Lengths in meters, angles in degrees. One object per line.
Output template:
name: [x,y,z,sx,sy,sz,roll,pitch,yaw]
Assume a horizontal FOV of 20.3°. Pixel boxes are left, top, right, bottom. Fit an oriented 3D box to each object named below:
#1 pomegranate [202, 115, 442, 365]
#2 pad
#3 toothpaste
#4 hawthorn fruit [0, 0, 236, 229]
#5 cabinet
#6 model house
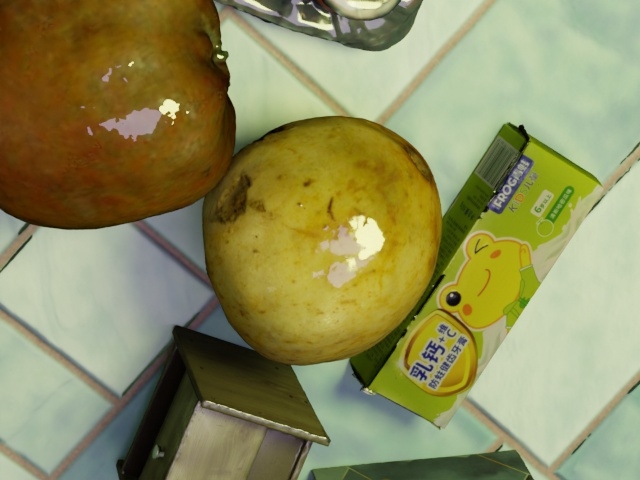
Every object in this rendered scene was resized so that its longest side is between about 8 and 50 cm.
pomegranate: [0.000,0.000,1.763,0.260,0.260,0.260,-4,109,-12]
pad: [0.124,0.280,1.935,0.243,0.164,0.004,-4,116,-13]
toothpaste: [0.165,0.037,1.910,0.110,0.077,0.327,29,100,-22]
hawthorn fruit: [-0.231,-0.136,1.659,0.300,0.268,0.268,-15,111,-2]
cabinet: [-0.108,0.217,1.829,0.148,0.215,0.175,19,103,-18]
model house: [0.017,-0.281,1.660,0.271,0.301,0.190,18,96,-18]
